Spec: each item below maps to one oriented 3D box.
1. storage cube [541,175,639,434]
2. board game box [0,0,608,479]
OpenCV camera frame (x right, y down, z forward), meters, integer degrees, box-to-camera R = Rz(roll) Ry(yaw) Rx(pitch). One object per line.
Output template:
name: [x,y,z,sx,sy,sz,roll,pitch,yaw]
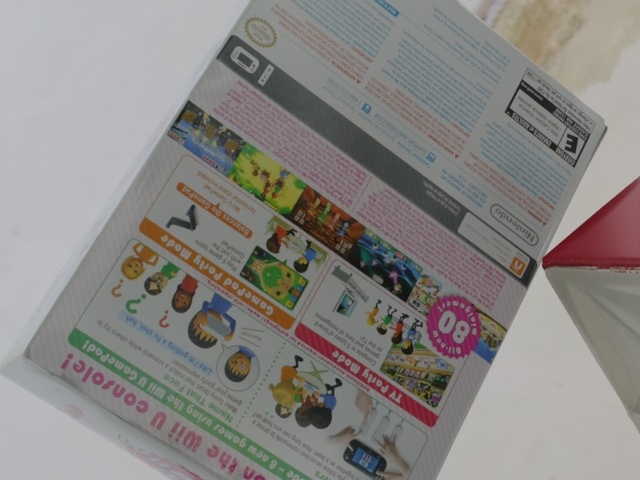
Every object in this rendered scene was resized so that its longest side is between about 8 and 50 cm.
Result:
storage cube: [0.251,0.032,0.538,0.193,0.215,0.184,-36,-75,-20]
board game box: [0.000,0.000,0.689,0.224,0.097,0.303,36,-112,-14]
